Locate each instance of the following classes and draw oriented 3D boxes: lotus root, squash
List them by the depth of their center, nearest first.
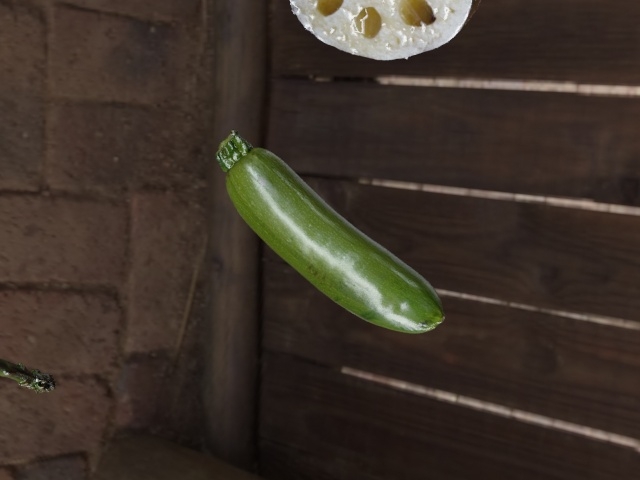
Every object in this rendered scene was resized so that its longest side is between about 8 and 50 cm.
[{"bbox_3d":[0.045,-0.172,0.676,0.081,0.122,0.112,-57,158,-52],"label":"lotus root"},{"bbox_3d":[0.000,0.000,0.976,0.069,0.258,0.069,-48,168,-13],"label":"squash"}]

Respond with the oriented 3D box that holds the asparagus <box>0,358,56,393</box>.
[{"bbox_3d":[-0.168,0.064,0.561,0.016,0.013,0.166,-32,163,2],"label":"asparagus"}]
